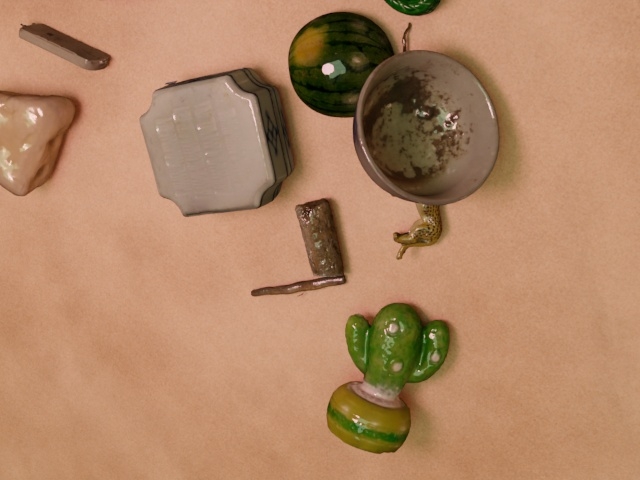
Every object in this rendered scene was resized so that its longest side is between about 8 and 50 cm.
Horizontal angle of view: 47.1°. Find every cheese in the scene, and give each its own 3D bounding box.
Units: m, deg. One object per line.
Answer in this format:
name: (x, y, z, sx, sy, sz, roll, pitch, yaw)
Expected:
cheese: (-0.698, -0.271, 1.668, 0.248, 0.173, 0.251, 38, 117, -6)

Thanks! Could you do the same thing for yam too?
yam: (-0.052, 0.107, 1.655, 0.234, 0.027, 0.029, -11, 130, 22)
yam: (0.000, 0.000, 1.575, 0.078, 0.078, 0.179, -6, 106, 21)

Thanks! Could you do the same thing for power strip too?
power strip: (-0.572, -0.430, 1.625, 0.227, 0.080, 0.029, 27, 119, 10)

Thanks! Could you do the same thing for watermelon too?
watermelon: (0.041, -0.336, 1.422, 0.232, 0.127, 0.204, 12, 108, 9)

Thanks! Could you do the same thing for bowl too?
bowl: (0.176, -0.196, 1.384, 0.289, 0.146, 0.289, 3, 82, -20)

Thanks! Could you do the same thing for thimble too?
thimble: (0.163, -0.478, 1.352, 0.130, 0.090, 0.118, 18, 110, 11)

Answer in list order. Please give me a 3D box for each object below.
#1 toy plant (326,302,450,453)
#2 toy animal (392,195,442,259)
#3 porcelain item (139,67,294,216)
toy plant: (0.136, 0.283, 1.591, 0.224, 0.184, 0.315, 21, 97, 6)
toy animal: (0.212, -0.051, 1.488, 0.136, 0.073, 0.181, -1, 103, 8)
porcelain item: (-0.210, -0.205, 1.533, 0.282, 0.157, 0.285, -7, 106, 23)
